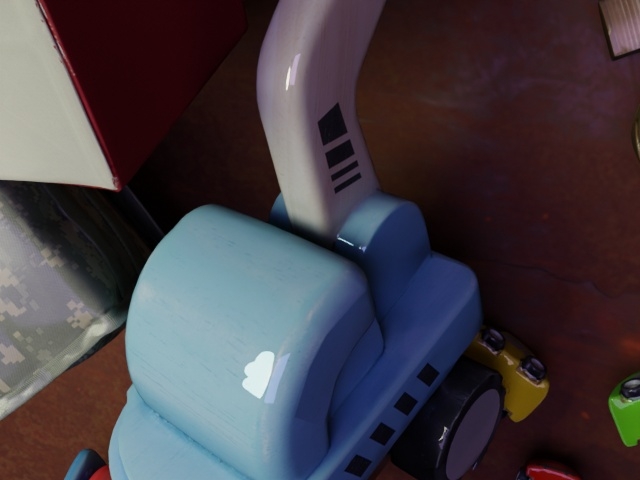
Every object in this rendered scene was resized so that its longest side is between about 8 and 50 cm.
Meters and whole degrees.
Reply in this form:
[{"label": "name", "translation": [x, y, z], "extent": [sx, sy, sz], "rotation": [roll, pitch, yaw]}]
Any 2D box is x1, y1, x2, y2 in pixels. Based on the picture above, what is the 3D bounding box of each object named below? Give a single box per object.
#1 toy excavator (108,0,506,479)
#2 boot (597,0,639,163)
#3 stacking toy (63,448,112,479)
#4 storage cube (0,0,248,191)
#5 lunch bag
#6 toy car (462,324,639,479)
[{"label": "toy excavator", "translation": [0.000, 0.000, 0.571], "extent": [0.222, 0.433, 0.445], "rotation": [25, 150, 34]}, {"label": "boot", "translation": [0.299, -0.109, 0.583], "extent": [0.152, 0.073, 0.197], "rotation": [-15, 104, 19]}, {"label": "stacking toy", "translation": [-0.119, 0.311, 0.835], "extent": [0.302, 0.165, 0.175], "rotation": [-5, 121, 10]}, {"label": "storage cube", "translation": [-0.178, -0.162, 0.478], "extent": [0.184, 0.193, 0.215], "rotation": [4, 133, 20]}, {"label": "lunch bag", "translation": [-0.250, -0.009, 0.698], "extent": [0.169, 0.287, 0.235], "rotation": [-39, 95, 9]}, {"label": "toy car", "translation": [0.237, 0.152, 0.698], "extent": [0.225, 0.053, 0.239], "rotation": [-19, 101, 23]}]
